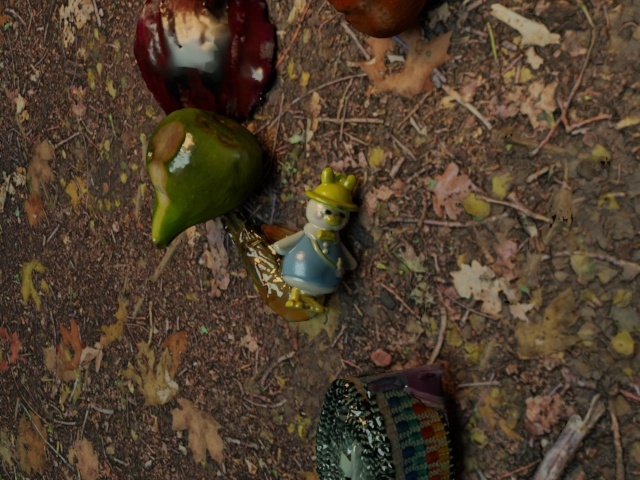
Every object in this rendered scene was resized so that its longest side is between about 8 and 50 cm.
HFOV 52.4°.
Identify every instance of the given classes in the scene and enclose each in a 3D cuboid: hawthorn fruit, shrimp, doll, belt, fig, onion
[{"bbox_3d":[0.092,-0.402,0.929,0.200,0.179,0.179,-48,65,11],"label":"hawthorn fruit"},{"bbox_3d":[-0.086,0.021,1.199,0.287,0.063,0.152,53,123,17],"label":"shrimp"},{"bbox_3d":[0.000,0.000,1.084,0.135,0.099,0.240,16,95,10],"label":"doll"},{"bbox_3d":[0.107,0.334,1.033,0.207,0.161,0.294,2,97,57],"label":"belt"},{"bbox_3d":[-0.236,-0.102,1.199,0.206,0.206,0.275,41,113,27],"label":"fig"},{"bbox_3d":[-0.225,-0.368,1.204,0.280,0.146,0.314,5,96,35],"label":"onion"}]
